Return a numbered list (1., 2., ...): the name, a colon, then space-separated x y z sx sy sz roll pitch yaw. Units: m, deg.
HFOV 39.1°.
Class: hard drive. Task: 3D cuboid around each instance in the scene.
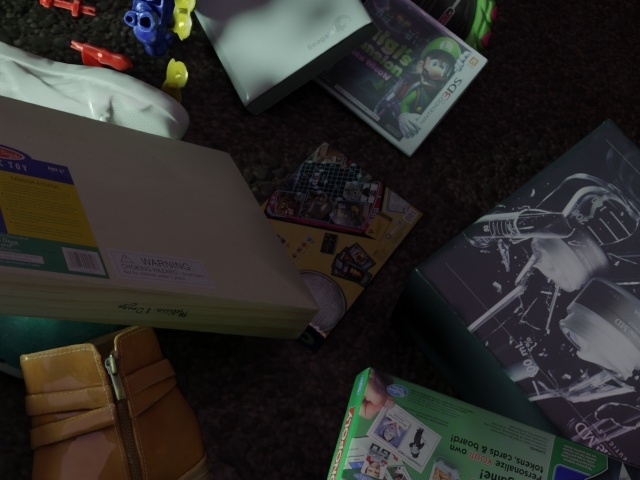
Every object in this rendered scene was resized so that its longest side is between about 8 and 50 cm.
1. hard drive: -0.078 -0.350 1.241 0.203 0.040 0.307 -32 67 10

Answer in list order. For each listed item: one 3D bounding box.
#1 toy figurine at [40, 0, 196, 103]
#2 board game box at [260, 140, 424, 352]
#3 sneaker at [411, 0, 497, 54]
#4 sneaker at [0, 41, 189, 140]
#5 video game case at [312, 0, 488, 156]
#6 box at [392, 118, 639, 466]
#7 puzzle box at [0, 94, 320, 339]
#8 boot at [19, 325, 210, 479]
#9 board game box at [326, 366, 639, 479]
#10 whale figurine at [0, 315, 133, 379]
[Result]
1. toy figurine: -0.221 -0.356 1.130 0.191 0.362 0.217 13 28 1
2. board game box: 0.000 0.000 1.112 0.165 0.042 0.243 38 53 6
3. sneaker: 0.152 -0.482 1.356 0.202 0.185 0.482 2 75 -7
4. sneaker: -0.312 -0.122 1.040 0.293 0.108 0.169 14 55 0
5. video game case: 0.107 -0.241 1.265 0.190 0.022 0.173 39 91 7
6. box: 0.316 0.099 1.034 0.312 0.179 0.343 -37 75 -16
7. puzzle box: -0.218 -0.029 0.887 0.409 0.052 0.272 11 36 -40
8. boot: -0.227 0.206 0.794 0.283 0.109 0.220 -19 95 -35
9. board game box: 0.155 0.267 0.805 0.317 0.046 0.213 21 68 -8
10. whale figurine: -0.259 0.012 0.941 0.216 0.141 0.272 29 50 -1
